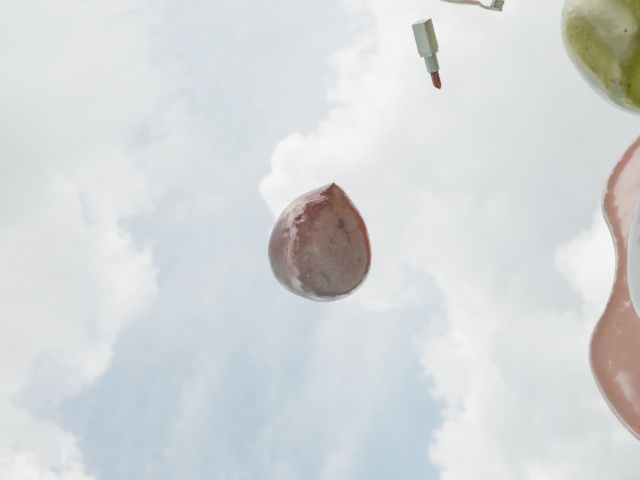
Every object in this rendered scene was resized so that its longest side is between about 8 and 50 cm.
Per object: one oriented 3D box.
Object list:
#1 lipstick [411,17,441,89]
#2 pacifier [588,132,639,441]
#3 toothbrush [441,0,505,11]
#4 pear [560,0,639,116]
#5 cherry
[{"bbox_3d":[0.199,-0.335,1.421,0.030,0.030,0.129,-39,-61,-43],"label":"lipstick"},{"bbox_3d":[0.348,0.029,0.637,0.273,0.220,0.332,77,-157,-71],"label":"pacifier"},{"bbox_3d":[0.343,-0.546,1.781,0.307,0.025,0.030,-13,-51,-49],"label":"toothbrush"},{"bbox_3d":[0.511,-0.326,1.175,0.294,0.294,0.294,-11,-72,-35],"label":"pear"},{"bbox_3d":[-0.005,0.010,1.673,0.206,0.239,0.239,-43,-56,-30],"label":"cherry"}]
